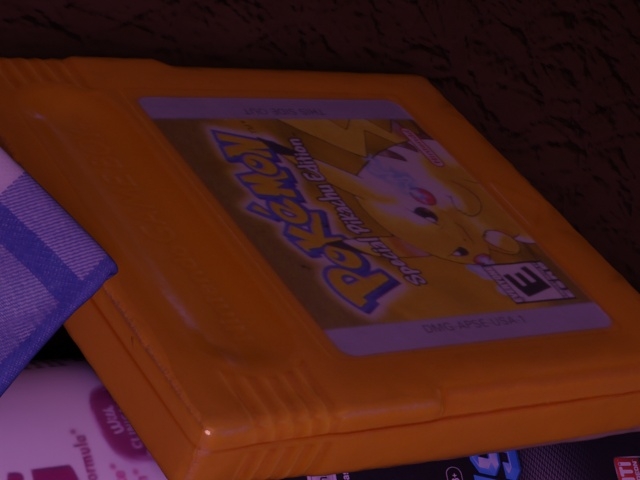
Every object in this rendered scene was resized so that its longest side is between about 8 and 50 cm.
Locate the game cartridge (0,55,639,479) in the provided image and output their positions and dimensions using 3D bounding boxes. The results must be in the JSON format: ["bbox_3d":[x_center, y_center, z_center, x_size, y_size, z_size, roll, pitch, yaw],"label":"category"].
[{"bbox_3d":[0.000,0.000,0.886,0.324,0.052,0.285,-1,38,-41],"label":"game cartridge"}]

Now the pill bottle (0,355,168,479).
[{"bbox_3d":[-0.185,0.137,0.758,0.283,0.160,0.160,-4,72,-32],"label":"pill bottle"}]

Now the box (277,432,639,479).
[{"bbox_3d":[0.111,0.179,0.922,0.293,0.073,0.295,3,59,-21],"label":"box"}]

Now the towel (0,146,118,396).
[{"bbox_3d":[-0.241,-0.020,0.678,0.285,0.034,0.209,43,54,-6],"label":"towel"}]
